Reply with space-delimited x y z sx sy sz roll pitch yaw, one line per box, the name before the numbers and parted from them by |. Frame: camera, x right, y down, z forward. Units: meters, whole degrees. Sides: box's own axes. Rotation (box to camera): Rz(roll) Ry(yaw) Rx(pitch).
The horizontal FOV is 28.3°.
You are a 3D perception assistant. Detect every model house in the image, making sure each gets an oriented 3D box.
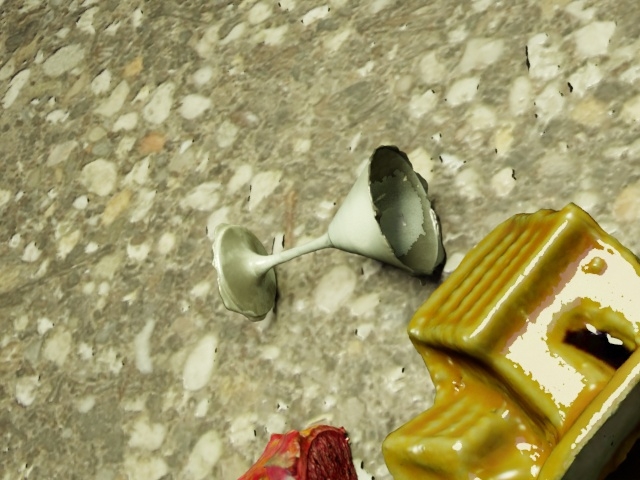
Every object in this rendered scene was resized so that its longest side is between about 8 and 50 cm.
model house | 0.142 0.104 0.896 0.268 0.173 0.239 -49 50 0

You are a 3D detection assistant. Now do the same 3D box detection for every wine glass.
wine glass | 0.000 0.000 1.093 0.182 0.122 0.122 -19 56 27

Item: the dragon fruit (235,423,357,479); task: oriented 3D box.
dragon fruit | -0.046 0.268 0.970 0.161 0.126 0.274 -27 53 20
